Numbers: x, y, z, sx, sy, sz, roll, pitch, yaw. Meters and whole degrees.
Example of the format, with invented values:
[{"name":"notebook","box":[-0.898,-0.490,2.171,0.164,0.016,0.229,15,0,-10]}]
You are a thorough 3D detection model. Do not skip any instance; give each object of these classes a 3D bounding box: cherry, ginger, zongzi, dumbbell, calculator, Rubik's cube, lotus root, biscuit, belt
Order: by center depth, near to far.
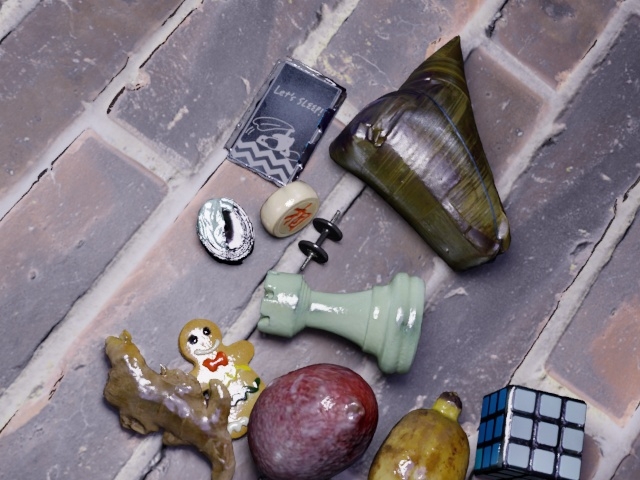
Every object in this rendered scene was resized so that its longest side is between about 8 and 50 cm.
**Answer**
[{"name":"cherry","box":[-0.008,0.322,1.827,0.230,0.300,0.203,-6,69,-34]},{"name":"ginger","box":[-0.269,0.295,1.867,0.333,0.080,0.166,34,96,5]},{"name":"lotus root","box":[0.187,0.416,1.907,0.169,0.141,0.314,36,60,-3]},{"name":"biscuit","box":[-0.181,0.250,1.934,0.158,0.035,0.240,-35,83,-22]},{"name":"Rubik's cube","box":[0.393,0.374,1.951,0.163,0.162,0.160,14,71,-9]},{"name":"belt","box":[-0.185,-0.017,2.003,0.105,0.058,0.140,-25,83,-12]},{"name":"dumbbell","box":[0.000,0.000,2.030,0.069,0.069,0.147,34,70,-1]},{"name":"zongzi","box":[0.291,-0.185,2.100,0.403,0.208,0.432,46,58,-2]},{"name":"calculator","box":[-0.070,-0.246,2.114,0.166,0.028,0.274,29,68,1]}]

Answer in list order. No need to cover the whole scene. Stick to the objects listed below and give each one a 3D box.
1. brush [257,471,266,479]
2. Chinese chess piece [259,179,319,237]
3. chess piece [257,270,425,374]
[{"name":"brush","box":[-0.109,0.437,1.904,0.024,0.008,0.083,43,69,0]},{"name":"Chinese chess piece","box":[-0.059,-0.060,2.007,0.122,0.122,0.051,-29,66,-19]},{"name":"chess piece","box":[0.037,0.138,1.945,0.299,0.194,0.194,10,71,0]}]
